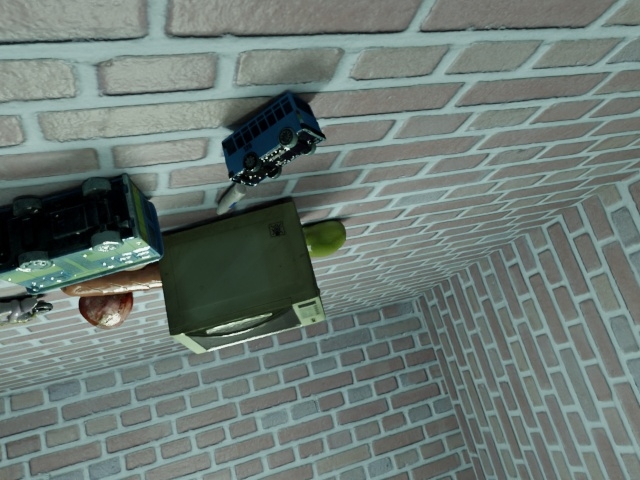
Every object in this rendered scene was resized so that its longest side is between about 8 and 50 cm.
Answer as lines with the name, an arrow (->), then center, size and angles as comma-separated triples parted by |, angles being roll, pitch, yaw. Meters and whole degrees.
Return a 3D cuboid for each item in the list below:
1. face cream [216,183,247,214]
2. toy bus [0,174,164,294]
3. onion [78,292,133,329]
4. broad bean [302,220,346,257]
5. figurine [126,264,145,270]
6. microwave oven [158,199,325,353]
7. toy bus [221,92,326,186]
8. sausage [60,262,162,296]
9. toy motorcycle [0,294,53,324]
face cream -> -0.222, -0.099, 1.282 | 0.034, 0.034, 0.130 | -3, 159, -38
toy bus -> -0.514, -0.008, 1.098 | 0.313, 0.151, 0.190 | -16, 164, -4
onion -> -0.654, 0.179, 1.632 | 0.195, 0.159, 0.159 | -50, 157, 8
broad bean -> 0.000, 0.000, 1.701 | 0.175, 0.082, 0.124 | -5, 122, -14
figurine -> -0.466, 0.012, 1.289 | 0.138, 0.125, 0.125 | -20, 169, -34
microwave oven -> -0.213, 0.113, 1.465 | 0.395, 0.332, 0.247 | -15, 160, 0
toy bus -> -0.095, -0.186, 0.988 | 0.185, 0.106, 0.090 | -29, 164, 23
sausage -> -0.550, 0.112, 1.579 | 0.433, 0.087, 0.088 | -7, 162, -27
toy motorcycle -> -0.945, 0.218, 1.581 | 0.225, 0.073, 0.152 | -16, 161, 4
